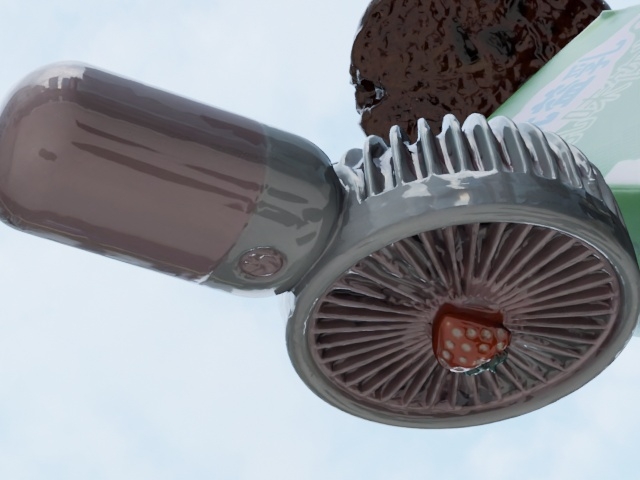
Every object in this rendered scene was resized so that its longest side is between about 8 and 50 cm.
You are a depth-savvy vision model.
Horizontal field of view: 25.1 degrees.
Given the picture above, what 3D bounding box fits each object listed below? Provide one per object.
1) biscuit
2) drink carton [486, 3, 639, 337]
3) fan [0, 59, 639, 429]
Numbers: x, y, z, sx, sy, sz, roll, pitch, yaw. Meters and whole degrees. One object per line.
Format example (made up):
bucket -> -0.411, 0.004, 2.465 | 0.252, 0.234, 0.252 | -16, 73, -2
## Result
biscuit -> 0.112, -0.105, 0.954 | 0.192, 0.049, 0.192 | 3, -73, 11
drink carton -> 0.178, -0.033, 0.670 | 0.161, 0.271, 0.108 | -42, -75, -14
fan -> 0.000, 0.000, 0.504 | 0.244, 0.074, 0.130 | 16, -45, -25
